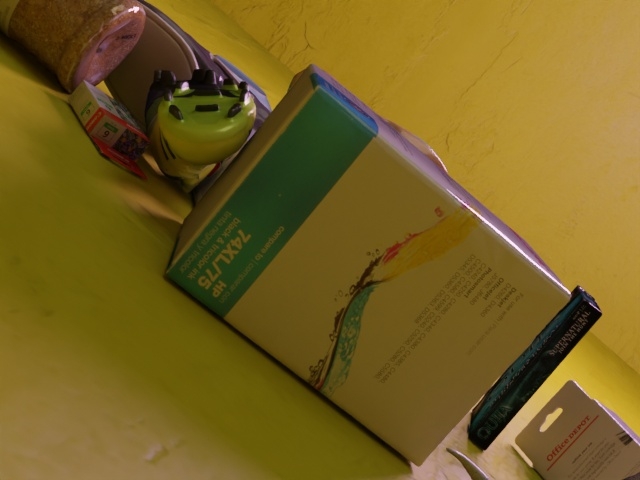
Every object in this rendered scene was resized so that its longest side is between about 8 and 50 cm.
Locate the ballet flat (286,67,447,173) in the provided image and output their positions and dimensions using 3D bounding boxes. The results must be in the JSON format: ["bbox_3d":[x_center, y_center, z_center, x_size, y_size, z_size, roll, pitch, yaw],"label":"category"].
[{"bbox_3d":[0.051,-0.123,1.436,0.232,0.080,0.073,36,38,2],"label":"ballet flat"}]

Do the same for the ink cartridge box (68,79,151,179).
[{"bbox_3d":[-0.202,-0.109,1.141,0.063,0.029,0.115,33,12,-42],"label":"ink cartridge box"}]

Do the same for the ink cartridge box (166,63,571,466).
[{"bbox_3d":[0.038,0.013,1.006,0.270,0.197,0.198,38,9,-10],"label":"ink cartridge box"}]

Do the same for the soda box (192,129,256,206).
[{"bbox_3d":[0.000,0.000,1.243,0.286,0.091,0.098,36,12,-21],"label":"soda box"}]

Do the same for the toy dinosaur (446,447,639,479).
[{"bbox_3d":[0.250,0.223,0.874,0.121,0.313,0.160,-90,160,-43],"label":"toy dinosaur"}]

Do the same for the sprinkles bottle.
[{"bbox_3d":[-0.348,-0.309,1.211,0.355,0.121,0.121,42,10,5],"label":"sprinkles bottle"}]

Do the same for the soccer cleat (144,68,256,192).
[{"bbox_3d":[-0.119,-0.100,1.139,0.093,0.121,0.289,-3,14,-13],"label":"soccer cleat"}]

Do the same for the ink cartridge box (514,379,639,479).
[{"bbox_3d":[0.308,0.249,1.263,0.060,0.104,0.180,31,14,-45],"label":"ink cartridge box"}]

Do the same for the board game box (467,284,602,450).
[{"bbox_3d":[0.225,0.132,1.229,0.026,0.186,0.126,39,9,4],"label":"board game box"}]

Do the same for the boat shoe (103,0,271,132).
[{"bbox_3d":[-0.134,-0.147,1.330,0.335,0.112,0.095,46,16,-5],"label":"boat shoe"}]

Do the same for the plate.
[{"bbox_3d":[-0.159,-0.311,2.244,0.188,0.024,0.188,39,9,-7],"label":"plate"}]
